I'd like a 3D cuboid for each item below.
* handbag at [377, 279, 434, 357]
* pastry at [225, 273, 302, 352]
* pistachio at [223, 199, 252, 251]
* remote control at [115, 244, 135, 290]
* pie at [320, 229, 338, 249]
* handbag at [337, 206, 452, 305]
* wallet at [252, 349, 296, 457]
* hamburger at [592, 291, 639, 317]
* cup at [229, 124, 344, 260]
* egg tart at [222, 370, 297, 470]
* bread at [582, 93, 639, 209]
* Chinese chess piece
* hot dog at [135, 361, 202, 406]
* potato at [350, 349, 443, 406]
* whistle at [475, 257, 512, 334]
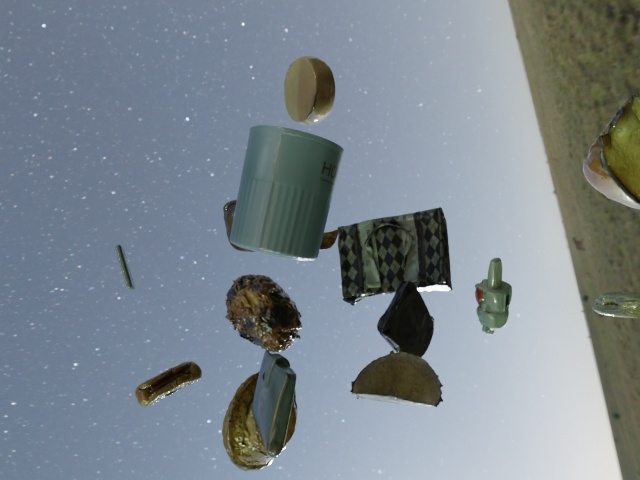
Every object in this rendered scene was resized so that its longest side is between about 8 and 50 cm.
[{"bbox_3d":[0.281,0.274,1.397,0.191,0.075,0.332,-58,-42,-20],"label":"handbag"},{"bbox_3d":[-0.249,0.341,1.988,0.292,0.337,0.405,-47,-30,-21],"label":"pastry"},{"bbox_3d":[-0.259,-0.048,1.503,0.210,0.165,0.130,49,-177,8],"label":"pistachio"},{"bbox_3d":[-0.517,0.072,1.163,0.053,0.018,0.124,129,122,-73],"label":"remote control"},{"bbox_3d":[0.002,0.002,2.077,0.191,0.033,0.088,-7,-91,-26],"label":"pie"},{"bbox_3d":[0.267,0.072,1.630,0.180,0.416,0.316,41,-134,-55],"label":"handbag"},{"bbox_3d":[-0.151,0.481,1.360,0.083,0.360,0.252,12,-97,-15],"label":"wallet"},{"bbox_3d":[0.803,0.169,1.158,0.140,0.133,0.062,173,97,-86],"label":"hamburger"},{"bbox_3d":[-0.105,-0.120,1.210,0.257,0.331,0.311,12,-90,-17],"label":"cup"},{"bbox_3d":[-0.226,0.788,1.926,0.443,0.178,0.443,-1,-88,-51],"label":"egg tart"},{"bbox_3d":[0.661,-0.184,0.967,0.252,0.133,0.174,34,-90,-21],"label":"bread"},{"bbox_3d":[-0.043,-0.569,1.673,0.097,0.251,0.250,-9,-94,-33],"label":"Chinese chess piece"},{"bbox_3d":[-0.541,0.508,1.582,0.242,0.073,0.084,-20,-117,-38],"label":"hot dog"},{"bbox_3d":[0.208,0.381,1.215,0.098,0.243,0.138,85,-167,-64],"label":"potato"},{"bbox_3d":[0.519,0.173,1.319,0.102,0.106,0.253,-49,-42,-60],"label":"whistle"}]
